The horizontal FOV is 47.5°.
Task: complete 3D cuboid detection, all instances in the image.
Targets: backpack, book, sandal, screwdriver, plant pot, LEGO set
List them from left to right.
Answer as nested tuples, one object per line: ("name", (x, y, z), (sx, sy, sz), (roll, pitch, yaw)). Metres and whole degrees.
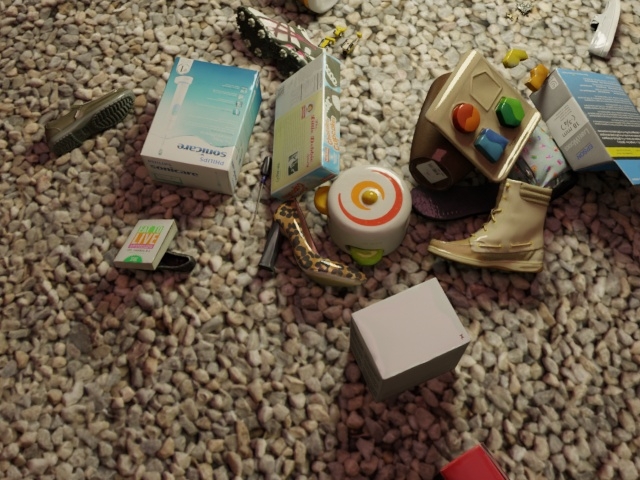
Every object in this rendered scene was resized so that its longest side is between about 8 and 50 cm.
("book", (-0.399, 0.009, 1.665), (0.096, 0.035, 0.144), (3, 42, 13))
("screwdriver", (-0.145, -0.127, 1.763), (0.025, 0.024, 0.170), (2, 68, 35))
("plant pot", (0.299, -0.232, 1.672), (0.215, 0.215, 0.230), (26, 60, 13))
("sandal", (0.330, -0.087, 1.718), (0.254, 0.054, 0.097), (-1, 71, -10))
("LEGO set", (0.546, -0.628, 1.977), (0.054, 0.023, 0.083), (40, 72, 18))
("backpack", (0.503, -0.178, 1.704), (0.151, 0.115, 0.182), (-28, 73, -25))

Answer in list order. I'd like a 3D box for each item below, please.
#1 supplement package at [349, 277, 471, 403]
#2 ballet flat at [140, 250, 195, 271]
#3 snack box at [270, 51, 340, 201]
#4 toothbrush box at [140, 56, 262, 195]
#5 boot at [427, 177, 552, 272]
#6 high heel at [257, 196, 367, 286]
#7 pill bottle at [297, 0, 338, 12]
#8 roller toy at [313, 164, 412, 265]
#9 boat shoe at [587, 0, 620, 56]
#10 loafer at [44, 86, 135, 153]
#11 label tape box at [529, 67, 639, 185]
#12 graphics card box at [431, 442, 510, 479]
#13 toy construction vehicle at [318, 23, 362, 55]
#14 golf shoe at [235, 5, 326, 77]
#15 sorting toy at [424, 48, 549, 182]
("supplement package", (0.174, 0.209, 1.490), (0.194, 0.203, 0.149), (-22, 66, -9))
("ballet flat", (-0.370, 0.040, 1.668), (0.173, 0.049, 0.058), (4, 64, 3))
("snack box", (-0.034, -0.270, 1.741), (0.060, 0.187, 0.322), (22, 58, -36))
("toothbrush box", (-0.283, -0.280, 1.776), (0.216, 0.126, 0.296), (10, 65, 5))
("boot", (0.377, -0.041, 1.617), (0.261, 0.095, 0.204), (7, 96, 1))
("high heel", (0.000, 0.000, 1.651), (0.261, 0.093, 0.186), (12, 72, 17))
("pill bottle", (-0.070, -0.752, 1.977), (0.278, 0.162, 0.162), (37, 71, 18))
("roller toy", (0.108, -0.070, 1.656), (0.191, 0.146, 0.209), (-36, 68, -15))
("boat shoe", (0.746, -0.568, 1.928), (0.063, 0.066, 0.184), (17, 76, 8))
("loafer", (-0.583, -0.317, 1.819), (0.251, 0.094, 0.087), (-34, 73, -14))
("label tape box", (0.664, -0.235, 1.687), (0.240, 0.106, 0.334), (-4, 60, -35))
("graphics card box", (0.280, 0.500, 1.257), (0.094, 0.371, 0.233), (-30, 69, -13))
("toy construction vehicle", (0.054, -0.528, 1.941), (0.085, 0.035, 0.098), (23, 64, 24))
("golf shoe", (-0.110, -0.529, 1.919), (0.273, 0.105, 0.120), (43, 57, 13))
("sorting toy", (0.387, -0.310, 1.598), (0.229, 0.041, 0.307), (38, 72, -14))
